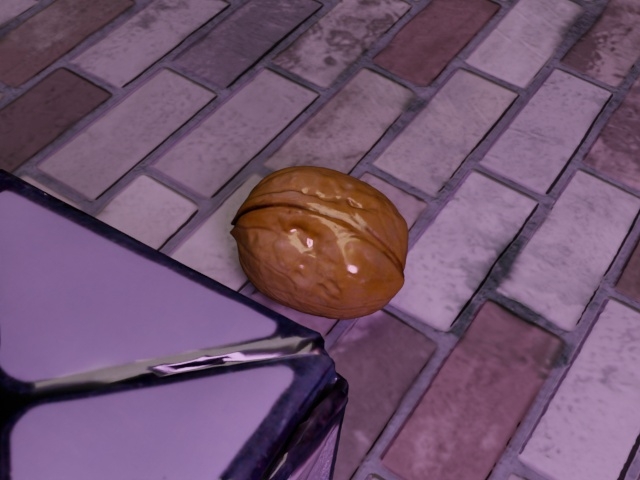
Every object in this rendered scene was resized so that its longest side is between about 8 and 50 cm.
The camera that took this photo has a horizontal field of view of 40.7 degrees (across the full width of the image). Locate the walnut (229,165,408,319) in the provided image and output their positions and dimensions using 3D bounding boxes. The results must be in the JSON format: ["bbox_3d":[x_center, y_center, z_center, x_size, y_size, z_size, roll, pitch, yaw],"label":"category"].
[{"bbox_3d":[0.000,0.000,0.841,0.180,0.144,0.144,13,51,11],"label":"walnut"}]

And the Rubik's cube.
[{"bbox_3d":[-0.181,0.187,0.575,0.310,0.305,0.307,25,51,18],"label":"Rubik's cube"}]
